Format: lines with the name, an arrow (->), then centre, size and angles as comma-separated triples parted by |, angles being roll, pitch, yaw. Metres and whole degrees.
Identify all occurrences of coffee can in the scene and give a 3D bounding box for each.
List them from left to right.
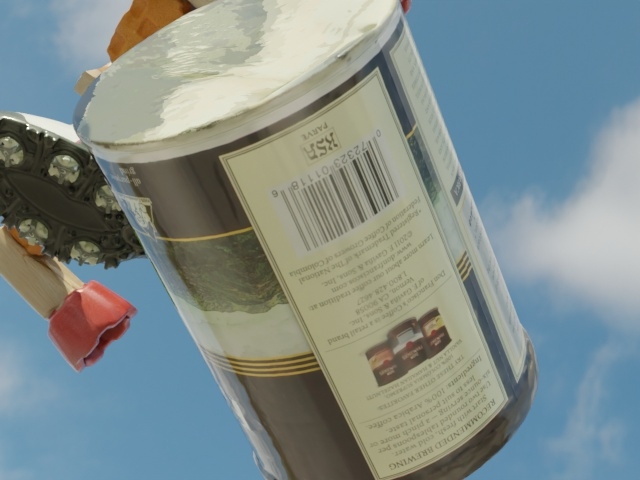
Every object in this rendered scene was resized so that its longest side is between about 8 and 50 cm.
coffee can -> 0.000, 0.000, 0.731 | 0.201, 0.201, 0.275 | -13, -60, 21

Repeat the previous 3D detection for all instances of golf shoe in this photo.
golf shoe -> -0.146, -0.037, 0.933 | 0.272, 0.120, 0.105 | 25, -52, -16

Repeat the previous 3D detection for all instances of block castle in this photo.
block castle -> -0.103, -0.091, 1.172 | 0.213, 0.303, 0.453 | 42, -59, 6
